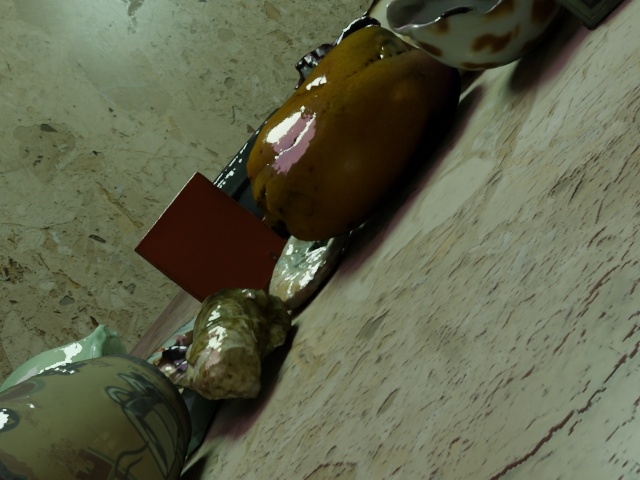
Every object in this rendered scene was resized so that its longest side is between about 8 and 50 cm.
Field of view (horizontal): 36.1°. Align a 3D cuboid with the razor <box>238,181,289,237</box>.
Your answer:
[{"bbox_3d":[-0.036,-0.093,1.571,0.204,0.113,0.349,-50,7,-12],"label":"razor"}]

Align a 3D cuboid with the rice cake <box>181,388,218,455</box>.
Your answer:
[{"bbox_3d":[-0.140,0.177,1.174,0.045,0.042,0.245,-42,10,18],"label":"rice cake"}]

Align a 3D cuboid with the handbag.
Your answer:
[{"bbox_3d":[-0.122,0.021,1.245,0.127,0.190,0.063,-54,6,-12],"label":"handbag"}]

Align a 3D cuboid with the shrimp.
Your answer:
[{"bbox_3d":[0.000,0.000,1.178,0.126,0.047,0.223,-36,22,35],"label":"shrimp"}]

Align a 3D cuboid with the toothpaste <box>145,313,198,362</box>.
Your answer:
[{"bbox_3d":[-0.231,0.179,1.644,0.100,0.066,0.323,-42,6,31],"label":"toothpaste"}]

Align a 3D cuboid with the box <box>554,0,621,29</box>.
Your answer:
[{"bbox_3d":[0.239,-0.231,0.835,0.085,0.060,0.063,-44,15,37],"label":"box"}]

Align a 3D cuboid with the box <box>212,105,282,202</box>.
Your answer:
[{"bbox_3d":[-0.149,-0.063,1.871,0.359,0.091,0.350,-53,-9,-16],"label":"box"}]

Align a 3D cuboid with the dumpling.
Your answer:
[{"bbox_3d":[-0.467,0.345,1.792,0.321,0.270,0.212,-28,29,-7],"label":"dumpling"}]

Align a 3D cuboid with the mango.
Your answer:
[{"bbox_3d":[0.036,-0.122,1.102,0.287,0.152,0.201,-50,18,-16],"label":"mango"}]

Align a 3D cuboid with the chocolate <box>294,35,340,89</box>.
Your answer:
[{"bbox_3d":[0.034,-0.296,1.885,0.224,0.177,0.206,-49,8,3],"label":"chocolate"}]

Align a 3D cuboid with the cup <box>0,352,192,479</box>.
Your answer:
[{"bbox_3d":[-0.247,0.263,0.957,0.257,0.227,0.301,-39,-32,-55],"label":"cup"}]

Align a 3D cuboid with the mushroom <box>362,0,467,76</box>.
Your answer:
[{"bbox_3d":[0.167,-0.271,1.266,0.173,0.162,0.236,-14,-26,-35],"label":"mushroom"}]

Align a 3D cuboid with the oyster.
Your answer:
[{"bbox_3d":[-0.129,0.117,1.081,0.166,0.094,0.294,-40,12,-34],"label":"oyster"}]

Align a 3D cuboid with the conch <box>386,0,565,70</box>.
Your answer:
[{"bbox_3d":[0.183,-0.263,0.983,0.275,0.148,0.183,-46,49,-13],"label":"conch"}]
